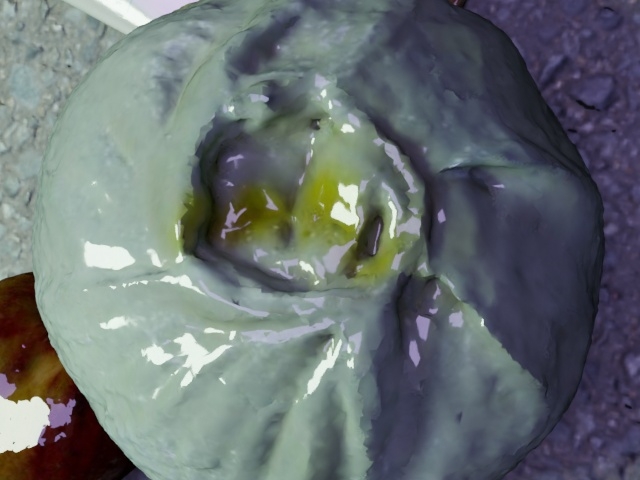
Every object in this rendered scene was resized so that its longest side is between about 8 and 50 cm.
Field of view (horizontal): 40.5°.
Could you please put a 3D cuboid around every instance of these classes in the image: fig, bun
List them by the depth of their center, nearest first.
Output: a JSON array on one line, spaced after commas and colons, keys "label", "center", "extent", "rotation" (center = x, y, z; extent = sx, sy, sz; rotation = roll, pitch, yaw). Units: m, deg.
[{"label": "bun", "center": [0.000, 0.000, 0.515], "extent": [0.362, 0.211, 0.362], "rotation": [1, 81, -6]}, {"label": "fig", "center": [-0.233, 0.152, 0.645], "extent": [0.170, 0.145, 0.274], "rotation": [44, 109, 13]}]

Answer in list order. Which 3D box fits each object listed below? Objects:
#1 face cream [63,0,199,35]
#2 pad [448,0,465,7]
[{"label": "face cream", "center": [-0.138, -0.191, 0.680], "extent": [0.244, 0.058, 0.092], "rotation": [25, 89, 11]}, {"label": "pad", "center": [0.021, -0.328, 0.661], "extent": [0.284, 0.018, 0.286], "rotation": [23, 91, 17]}]
